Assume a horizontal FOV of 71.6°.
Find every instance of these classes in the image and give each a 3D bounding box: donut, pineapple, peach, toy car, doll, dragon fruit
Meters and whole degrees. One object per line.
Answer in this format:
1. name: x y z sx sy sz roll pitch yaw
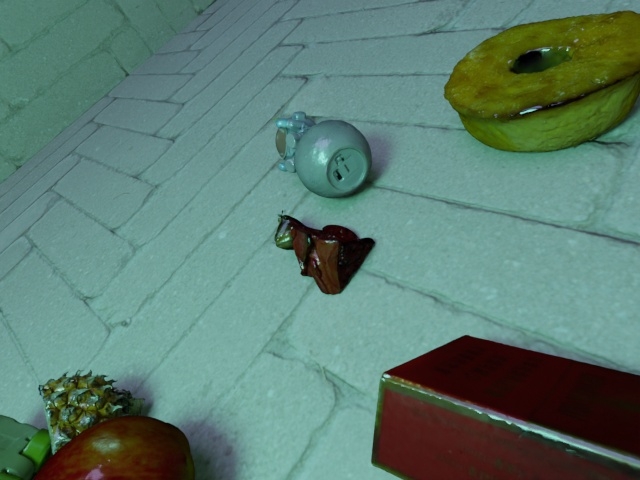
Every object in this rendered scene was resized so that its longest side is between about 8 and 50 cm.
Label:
1. donut: 0.365 -0.254 0.725 0.303 0.110 0.302 -19 41 18
2. pineapple: -0.338 0.274 0.680 0.137 0.161 0.176 -11 26 -33
3. peach: -0.251 0.306 0.533 0.198 0.197 0.197 -18 44 18
4. toy car: -0.530 0.390 0.658 0.235 0.145 0.235 -61 10 18
5. doll: -0.011 -0.183 0.886 0.151 0.150 0.287 -39 35 -5
6. dragon fruit: -0.010 -0.011 0.746 0.122 0.092 0.192 -44 42 -11

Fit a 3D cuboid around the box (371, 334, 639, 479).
1. box: 0.226 0.165 0.347 0.314 0.198 0.089 7 93 38
